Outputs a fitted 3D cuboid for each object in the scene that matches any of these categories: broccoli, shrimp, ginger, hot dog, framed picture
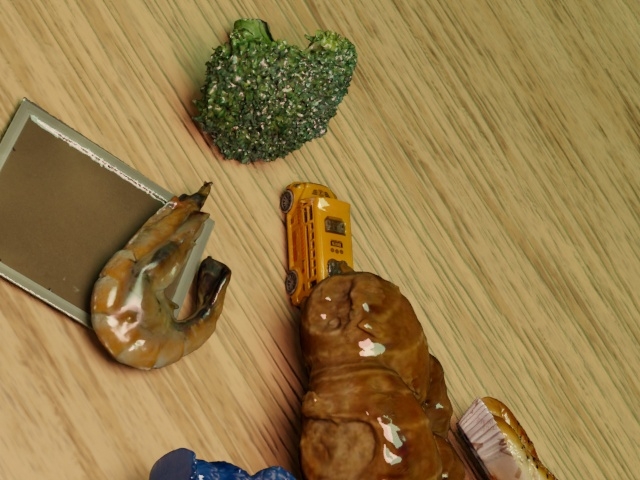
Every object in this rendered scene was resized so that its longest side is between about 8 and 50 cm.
[{"bbox_3d":[-0.064,-0.211,1.771,0.219,0.194,0.194,-20,81,-2],"label":"broccoli"},{"bbox_3d":[-0.157,0.042,1.617,0.145,0.059,0.254,50,50,-11],"label":"shrimp"},{"bbox_3d":[0.070,0.223,1.657,0.274,0.152,0.358,54,27,-51],"label":"ginger"},{"bbox_3d":[0.260,0.308,1.792,0.268,0.075,0.144,54,6,-16],"label":"hot dog"},{"bbox_3d":[-0.261,-0.008,1.611,0.274,0.017,0.217,35,53,-19],"label":"framed picture"}]

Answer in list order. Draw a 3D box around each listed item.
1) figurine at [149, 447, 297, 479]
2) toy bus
[{"bbox_3d":[-0.087,0.308,1.537,0.164,0.120,0.262,-49,126,-5],"label":"figurine"},{"bbox_3d":[0.000,0.000,1.765,0.069,0.074,0.162,10,65,-32],"label":"toy bus"}]
